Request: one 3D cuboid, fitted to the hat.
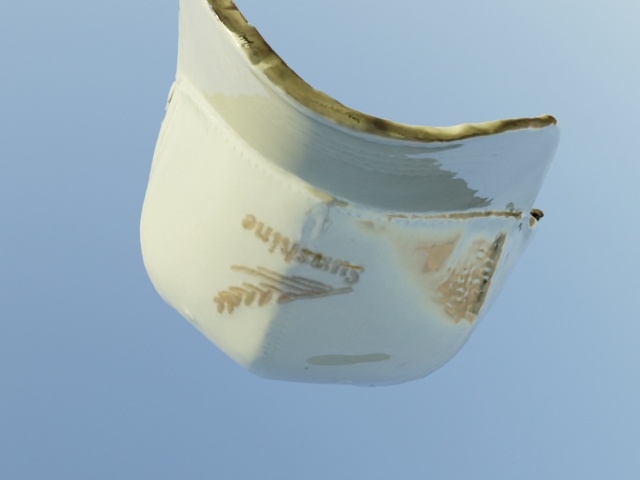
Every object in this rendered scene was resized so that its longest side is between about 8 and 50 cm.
[{"bbox_3d":[0.002,-0.005,0.502,0.257,0.301,0.168,19,-101,2],"label":"hat"}]
